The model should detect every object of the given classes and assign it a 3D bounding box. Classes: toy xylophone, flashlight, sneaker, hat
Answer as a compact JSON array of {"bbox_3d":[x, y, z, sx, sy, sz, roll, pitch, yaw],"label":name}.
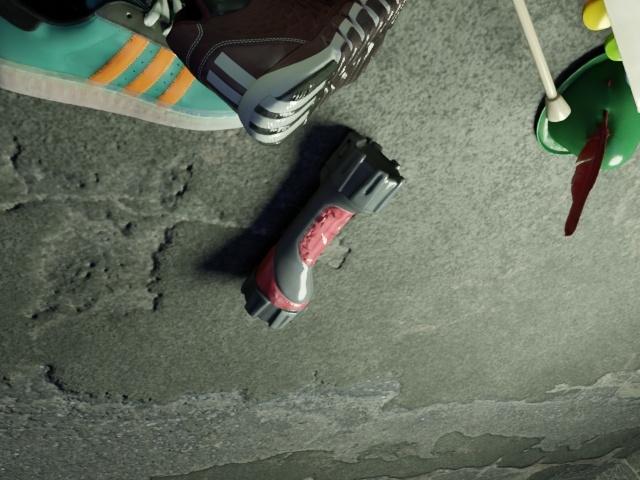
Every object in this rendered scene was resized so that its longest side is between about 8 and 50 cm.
[{"bbox_3d":[0.337,-0.260,0.611,0.236,0.081,0.322,-12,134,24],"label":"toy xylophone"},{"bbox_3d":[0.000,0.000,0.802,0.103,0.103,0.304,18,128,-33],"label":"flashlight"},{"bbox_3d":[-0.031,-0.210,0.518,0.162,0.281,0.106,37,133,1],"label":"sneaker"},{"bbox_3d":[-0.160,-0.188,0.531,0.302,0.108,0.121,3,139,-22],"label":"sneaker"},{"bbox_3d":[0.406,-0.122,0.756,0.173,0.183,0.208,13,130,-31],"label":"hat"}]
